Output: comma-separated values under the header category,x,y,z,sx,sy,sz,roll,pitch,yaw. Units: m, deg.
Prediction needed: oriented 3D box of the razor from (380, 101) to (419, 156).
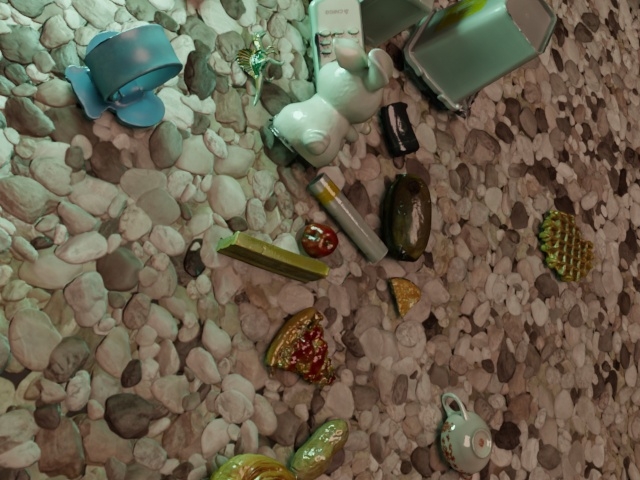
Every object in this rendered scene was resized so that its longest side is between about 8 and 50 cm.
category,x,y,z,sx,sy,sz,roll,pitch,yaw
razor,0.215,-0.308,1.726,0.090,0.054,0.148,-18,90,-36

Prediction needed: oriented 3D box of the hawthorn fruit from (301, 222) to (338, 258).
category,x,y,z,sx,sy,sz,roll,pitch,yaw
hawthorn fruit,0.000,0.000,1.492,0.093,0.093,0.093,8,76,-34

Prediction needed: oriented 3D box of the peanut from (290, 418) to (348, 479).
category,x,y,z,sx,sy,sz,roll,pitch,yaw
peanut,0.002,0.470,1.404,0.174,0.080,0.080,-42,105,-31

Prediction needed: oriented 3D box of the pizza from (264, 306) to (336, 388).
category,x,y,z,sx,sy,sz,roll,pitch,yaw
pizza,-0.021,0.268,1.442,0.199,0.062,0.188,49,60,-19

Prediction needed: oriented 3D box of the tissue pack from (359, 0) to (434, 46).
category,x,y,z,sx,sy,sz,roll,pitch,yaw
tissue pack,0.171,-0.641,1.646,0.159,0.246,0.136,21,70,-31

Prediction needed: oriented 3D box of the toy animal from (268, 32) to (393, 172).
category,x,y,z,sx,sy,sz,roll,pitch,yaw
toy animal,0.037,-0.321,1.463,0.183,0.310,0.247,48,12,4

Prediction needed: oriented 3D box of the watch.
category,x,y,z,sx,sy,sz,roll,pitch,yaw
watch,-0.378,-0.334,1.229,0.210,0.193,0.211,10,73,-34

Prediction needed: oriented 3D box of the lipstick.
category,x,y,z,sx,sy,sz,roll,pitch,yaw
lipstick,0.072,-0.055,1.572,0.264,0.059,0.059,49,58,-17

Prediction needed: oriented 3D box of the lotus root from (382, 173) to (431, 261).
category,x,y,z,sx,sy,sz,roll,pitch,yaw
lotus root,0.229,-0.059,1.643,0.122,0.124,0.241,15,75,-30

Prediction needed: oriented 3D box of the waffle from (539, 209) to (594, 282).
category,x,y,z,sx,sy,sz,roll,pitch,yaw
waffle,0.823,0.012,2.090,0.249,0.056,0.253,-18,90,-36

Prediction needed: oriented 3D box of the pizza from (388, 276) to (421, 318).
category,x,y,z,sx,sy,sz,roll,pitch,yaw
pizza,0.214,0.153,1.651,0.123,0.026,0.109,25,70,-31

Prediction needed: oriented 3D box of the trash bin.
category,x,y,z,sx,sy,sz,roll,pitch,yaw
trash bin,0.454,-0.542,1.749,0.296,0.367,0.256,44,59,-21

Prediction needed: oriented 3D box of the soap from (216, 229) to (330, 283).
category,x,y,z,sx,sy,sz,roll,pitch,yaw
soap,-0.102,0.042,1.410,0.252,0.092,0.037,22,67,-30

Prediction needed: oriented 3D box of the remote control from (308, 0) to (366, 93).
category,x,y,z,sx,sy,sz,roll,pitch,yaw
remote control,0.051,-0.467,1.586,0.140,0.056,0.297,-7,98,-12

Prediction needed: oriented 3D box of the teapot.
category,x,y,z,sx,sy,sz,roll,pitch,yaw
teapot,0.385,0.521,1.658,0.159,0.116,0.246,-11,81,-25

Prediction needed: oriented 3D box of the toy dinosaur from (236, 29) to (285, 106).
category,x,y,z,sx,sy,sz,roll,pitch,yaw
toy dinosaur,-0.155,-0.421,1.504,0.106,0.044,0.187,34,75,-10

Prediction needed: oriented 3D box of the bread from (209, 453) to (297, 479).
category,x,y,z,sx,sy,sz,roll,pitch,yaw
bread,-0.151,0.550,1.255,0.198,0.120,0.236,31,64,-28
